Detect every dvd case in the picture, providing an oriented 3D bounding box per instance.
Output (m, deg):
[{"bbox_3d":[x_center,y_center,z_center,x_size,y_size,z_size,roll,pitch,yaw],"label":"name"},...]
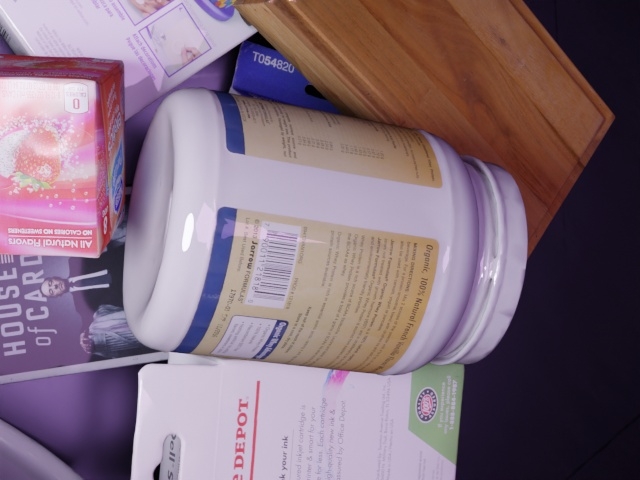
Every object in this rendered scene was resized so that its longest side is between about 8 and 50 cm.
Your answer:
[{"bbox_3d":[-0.240,0.040,1.090,0.238,0.029,0.179,-7,94,-19],"label":"dvd case"}]

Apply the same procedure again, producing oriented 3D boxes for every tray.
[{"bbox_3d":[0.124,-0.176,1.121,0.411,0.076,0.203,41,75,-30],"label":"tray"}]

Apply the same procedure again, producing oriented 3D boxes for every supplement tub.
[{"bbox_3d":[0.000,0.000,0.993,0.316,0.228,0.228,9,89,-20],"label":"supplement tub"}]

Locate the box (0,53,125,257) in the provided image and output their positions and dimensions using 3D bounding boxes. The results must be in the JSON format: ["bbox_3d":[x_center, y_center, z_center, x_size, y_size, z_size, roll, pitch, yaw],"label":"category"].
[{"bbox_3d":[-0.324,-0.077,0.945,0.299,0.142,0.154,3,106,-1],"label":"box"}]

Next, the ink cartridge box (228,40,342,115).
[{"bbox_3d":[-0.002,-0.070,1.143,0.223,0.045,0.224,13,88,-26],"label":"ink cartridge box"}]

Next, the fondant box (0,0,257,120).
[{"bbox_3d":[-0.160,-0.281,1.070,0.330,0.096,0.238,-36,104,-13],"label":"fondant box"}]

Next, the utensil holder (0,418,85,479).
[{"bbox_3d":[-0.395,0.321,0.897,0.327,0.327,0.385,33,84,-17],"label":"utensil holder"}]

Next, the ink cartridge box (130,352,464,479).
[{"bbox_3d":[-0.039,0.209,1.080,0.353,0.119,0.207,5,90,-32],"label":"ink cartridge box"}]
